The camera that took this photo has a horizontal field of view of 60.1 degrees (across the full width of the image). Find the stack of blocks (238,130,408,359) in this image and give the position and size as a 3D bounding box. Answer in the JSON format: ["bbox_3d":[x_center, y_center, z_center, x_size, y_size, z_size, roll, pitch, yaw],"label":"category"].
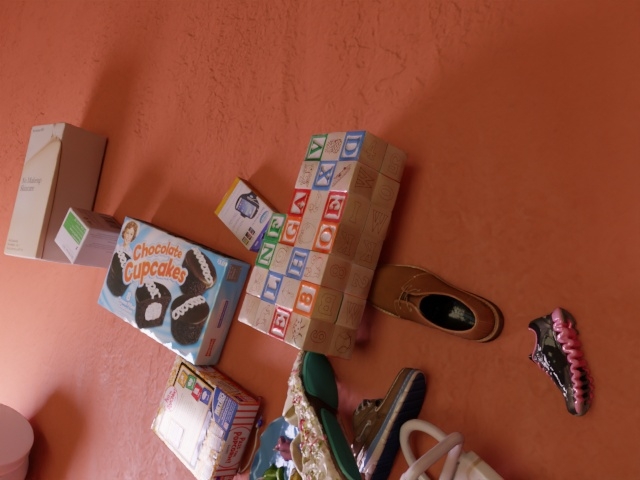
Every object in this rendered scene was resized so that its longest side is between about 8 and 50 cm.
[{"bbox_3d":[0.000,0.000,0.796,0.171,0.087,0.297,11,82,53],"label":"stack of blocks"}]

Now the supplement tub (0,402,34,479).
[{"bbox_3d":[-0.777,0.529,1.173,0.235,0.235,0.325,38,103,36],"label":"supplement tub"}]

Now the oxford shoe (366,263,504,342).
[{"bbox_3d":[0.126,0.073,0.722,0.212,0.076,0.076,15,90,39],"label":"oxford shoe"}]

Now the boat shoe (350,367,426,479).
[{"bbox_3d":[0.075,0.241,0.724,0.066,0.066,0.183,28,96,39],"label":"boat shoe"}]

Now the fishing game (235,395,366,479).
[{"bbox_3d":[-0.050,0.342,0.781,0.264,0.041,0.189,22,95,50],"label":"fishing game"}]

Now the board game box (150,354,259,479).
[{"bbox_3d":[-0.195,0.291,0.910,0.193,0.045,0.146,22,93,44],"label":"board game box"}]

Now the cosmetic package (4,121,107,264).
[{"bbox_3d":[-0.613,-0.105,1.283,0.160,0.113,0.309,2,82,37],"label":"cosmetic package"}]

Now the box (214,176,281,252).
[{"bbox_3d":[-0.123,-0.042,0.961,0.136,0.028,0.081,43,105,32],"label":"box"}]

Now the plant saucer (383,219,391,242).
[{"bbox_3d":[0.069,-0.023,0.824,0.083,0.013,0.083,-10,72,34],"label":"plant saucer"}]

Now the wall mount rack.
[{"bbox_3d":[0.170,0.380,0.592,0.350,0.130,0.304,38,138,37],"label":"wall mount rack"}]

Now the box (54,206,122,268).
[{"bbox_3d":[-0.480,-0.004,1.167,0.101,0.102,0.087,37,103,35],"label":"box"}]

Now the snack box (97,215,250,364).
[{"bbox_3d":[-0.283,0.083,1.027,0.322,0.060,0.187,18,90,38],"label":"snack box"}]

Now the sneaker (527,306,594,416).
[{"bbox_3d":[0.267,0.138,0.625,0.057,0.047,0.119,-24,58,37],"label":"sneaker"}]

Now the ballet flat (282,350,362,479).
[{"bbox_3d":[-0.013,0.239,0.729,0.077,0.091,0.241,-40,29,13],"label":"ballet flat"}]
